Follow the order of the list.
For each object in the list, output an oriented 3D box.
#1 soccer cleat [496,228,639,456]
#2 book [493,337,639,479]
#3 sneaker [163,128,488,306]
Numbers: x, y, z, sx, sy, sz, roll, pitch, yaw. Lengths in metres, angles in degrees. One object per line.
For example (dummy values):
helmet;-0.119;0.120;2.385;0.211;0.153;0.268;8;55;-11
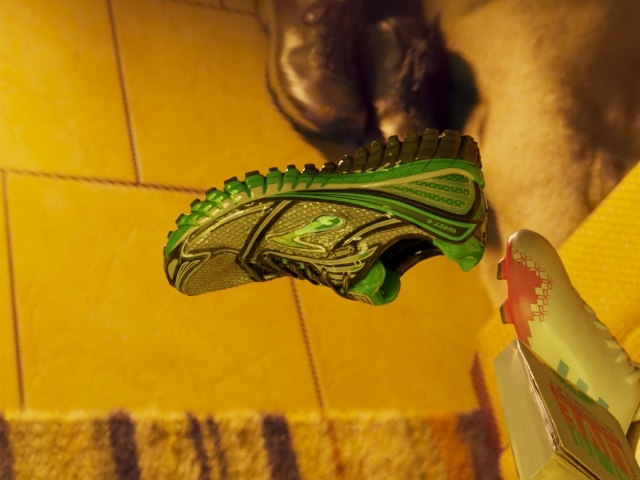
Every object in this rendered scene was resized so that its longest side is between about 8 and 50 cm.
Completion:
soccer cleat;0.288;0.138;1.321;0.116;0.143;0.331;11;65;-59
book;0.154;0.125;0.743;0.096;0.035;0.144;37;16;-14
sneaker;0.000;0.000;1.243;0.134;0.344;0.146;36;42;-65
